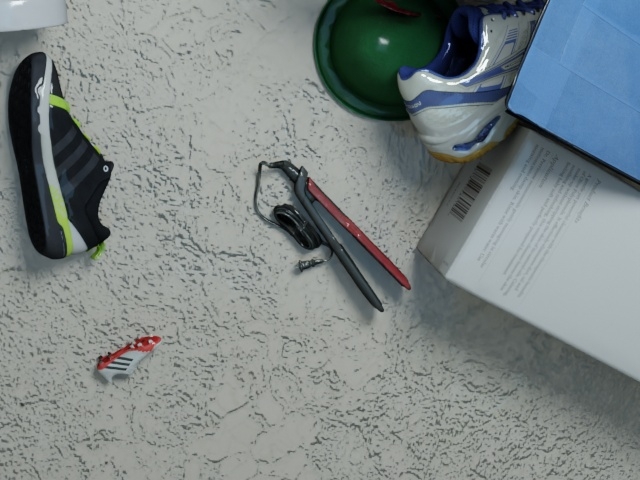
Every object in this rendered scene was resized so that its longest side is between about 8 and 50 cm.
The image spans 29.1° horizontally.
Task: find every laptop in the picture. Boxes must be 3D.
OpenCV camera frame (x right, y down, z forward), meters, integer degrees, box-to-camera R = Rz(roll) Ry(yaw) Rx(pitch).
[{"bbox_3d":[0.443,-0.236,1.181,0.382,0.408,0.236,20,59,-40],"label":"laptop"}]

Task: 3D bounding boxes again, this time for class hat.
[{"bbox_3d":[0.082,-0.207,1.323,0.208,0.183,0.173,11,100,-11],"label":"hat"}]

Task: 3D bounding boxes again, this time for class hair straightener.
[{"bbox_3d":[0.000,0.000,1.426,0.089,0.047,0.230,-43,104,2],"label":"hair straightener"}]

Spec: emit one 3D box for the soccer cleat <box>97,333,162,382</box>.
[{"bbox_3d":[-0.219,0.137,1.434,0.083,0.029,0.035,-26,113,1],"label":"soccer cleat"}]

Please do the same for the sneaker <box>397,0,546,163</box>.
[{"bbox_3d":[0.211,-0.219,1.345,0.296,0.112,0.131,-44,119,-16],"label":"sneaker"}]

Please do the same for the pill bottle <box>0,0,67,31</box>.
[{"bbox_3d":[-0.332,-0.346,1.247,0.153,0.153,0.264,-5,102,-7],"label":"pill bottle"}]

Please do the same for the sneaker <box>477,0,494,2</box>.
[{"bbox_3d":[0.153,-0.372,1.328,0.132,0.086,0.228,-8,105,-36],"label":"sneaker"}]

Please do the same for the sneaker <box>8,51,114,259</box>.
[{"bbox_3d":[-0.280,-0.093,1.362,0.097,0.084,0.234,-12,106,-31],"label":"sneaker"}]

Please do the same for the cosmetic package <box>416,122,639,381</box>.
[{"bbox_3d":[0.323,0.028,1.426,0.365,0.155,0.197,29,97,-14],"label":"cosmetic package"}]
